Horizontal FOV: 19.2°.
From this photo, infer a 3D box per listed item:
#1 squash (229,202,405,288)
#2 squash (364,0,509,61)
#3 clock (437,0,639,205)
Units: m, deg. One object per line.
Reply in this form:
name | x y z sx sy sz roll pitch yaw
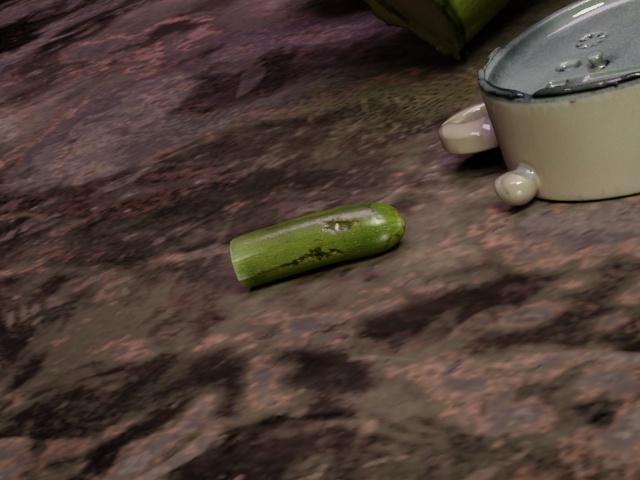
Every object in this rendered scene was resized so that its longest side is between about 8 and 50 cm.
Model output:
squash | 0.000 0.000 0.894 0.083 0.027 0.027 -16 19 16
squash | 0.113 -0.329 1.137 0.384 0.263 0.263 -48 23 -4
clock | 0.152 -0.078 0.895 0.229 0.063 0.155 -8 22 36
